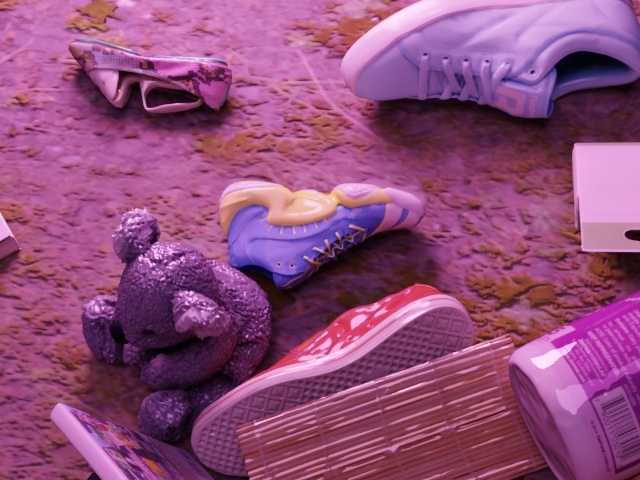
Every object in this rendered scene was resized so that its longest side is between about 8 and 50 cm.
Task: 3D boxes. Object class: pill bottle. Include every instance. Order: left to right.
[{"bbox_3d":[0.358,0.127,1.554,0.301,0.169,0.169,-24,61,-7],"label":"pill bottle"}]

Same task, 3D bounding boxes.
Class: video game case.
[{"bbox_3d":[-0.162,0.244,1.555,0.023,0.183,0.201,-59,39,4],"label":"video game case"}]

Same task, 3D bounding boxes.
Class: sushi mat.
[{"bbox_3d":[0.079,0.218,1.622,0.316,0.019,0.151,-19,96,-3],"label":"sushi mat"}]

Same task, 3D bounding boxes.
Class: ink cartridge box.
[{"bbox_3d":[0.367,-0.032,1.689,0.171,0.056,0.235,1,35,7],"label":"ink cartridge box"}]

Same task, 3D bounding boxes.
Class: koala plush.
[{"bbox_3d":[-0.157,0.071,1.659,0.203,0.221,0.196,-32,61,-11],"label":"koala plush"}]

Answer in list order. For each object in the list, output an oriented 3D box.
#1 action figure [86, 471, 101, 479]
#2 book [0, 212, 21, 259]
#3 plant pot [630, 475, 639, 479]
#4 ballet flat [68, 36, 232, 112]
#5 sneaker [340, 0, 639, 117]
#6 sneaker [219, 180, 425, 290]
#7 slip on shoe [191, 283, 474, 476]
[{"bbox_3d":[-0.184,0.336,1.565,0.275,0.141,0.164,24,69,11],"label":"action figure"},{"bbox_3d":[-0.448,0.005,1.848,0.144,0.035,0.096,-31,58,-8],"label":"book"},{"bbox_3d":[0.383,0.168,1.644,0.236,0.032,0.236,-4,60,6],"label":"plant pot"},{"bbox_3d":[-0.220,-0.201,1.914,0.221,0.077,0.079,11,82,13],"label":"ballet flat"},{"bbox_3d":[0.212,-0.211,1.821,0.366,0.135,0.150,-15,57,0],"label":"sneaker"},{"bbox_3d":[0.000,0.000,1.771,0.240,0.091,0.126,2,80,8],"label":"sneaker"},{"bbox_3d":[0.010,0.152,1.670,0.331,0.123,0.101,-30,25,-2],"label":"slip on shoe"}]
